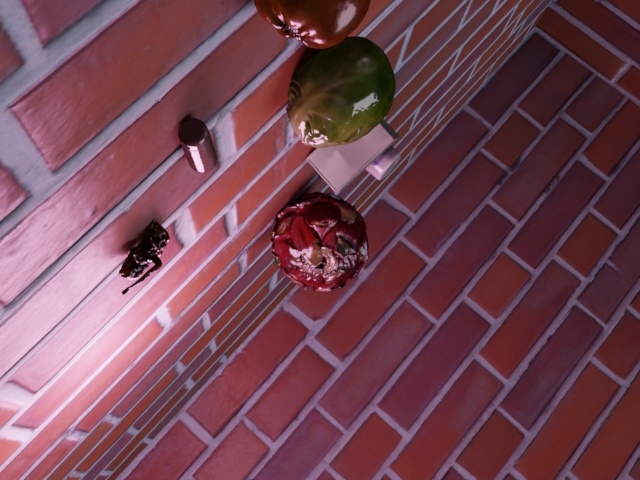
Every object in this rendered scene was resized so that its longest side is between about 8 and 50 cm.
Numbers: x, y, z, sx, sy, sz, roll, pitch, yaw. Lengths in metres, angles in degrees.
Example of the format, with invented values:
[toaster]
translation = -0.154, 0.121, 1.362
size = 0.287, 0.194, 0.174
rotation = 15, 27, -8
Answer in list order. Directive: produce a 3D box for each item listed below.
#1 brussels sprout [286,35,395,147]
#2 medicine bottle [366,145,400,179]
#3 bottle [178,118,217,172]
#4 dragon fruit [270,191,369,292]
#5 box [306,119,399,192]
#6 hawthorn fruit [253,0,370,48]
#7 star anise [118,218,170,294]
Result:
[brussels sprout]
translation = 0.042, -0.302, 1.445
size = 0.244, 0.244, 0.244
rotation = -48, 171, -10
[medicine bottle]
translation = 0.137, -0.272, 2.062
size = 0.103, 0.187, 0.103
rotation = -47, 171, -10
[bottle]
translation = -0.214, -0.163, 1.223
size = 0.053, 0.053, 0.140
rotation = -48, 172, -13
[dragon fruit]
translation = -0.003, 0.000, 2.165
size = 0.329, 0.329, 0.329
rotation = -48, 171, -10
[box]
translation = 0.090, -0.257, 1.944
size = 0.225, 0.129, 0.086
rotation = -42, 178, 21
[hawthorn fruit]
translation = -0.006, -0.375, 1.013
size = 0.189, 0.189, 0.189
rotation = -48, 171, -10
[star anise]
translation = -0.344, 0.039, 1.351
size = 0.097, 0.070, 0.190
rotation = -43, -170, 41
